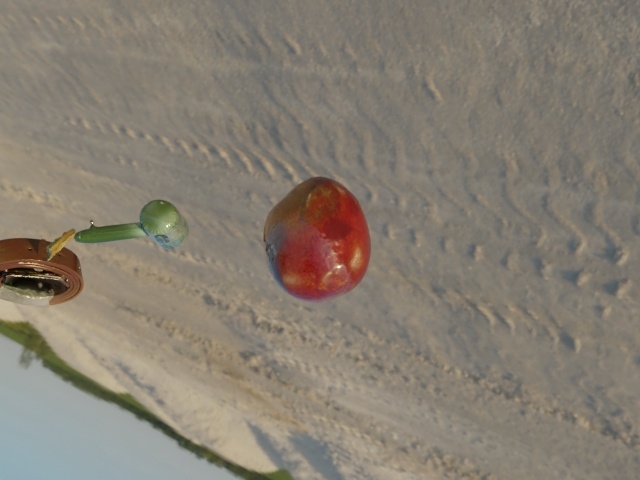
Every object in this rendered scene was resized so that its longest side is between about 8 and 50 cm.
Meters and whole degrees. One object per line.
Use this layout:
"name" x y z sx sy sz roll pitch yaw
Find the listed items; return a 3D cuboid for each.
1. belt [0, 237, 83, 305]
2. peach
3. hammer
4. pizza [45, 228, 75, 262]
"belt" -0.765 0.086 2.078 0.262 0.184 0.105 7 -139 -33
"peach" 0.000 0.000 1.492 0.200 0.243 0.243 8 176 -31
"hammer" -0.577 -0.035 2.365 0.336 0.118 0.206 -6 161 1
"pizza" -0.656 0.018 1.931 0.026 0.108 0.123 42 -156 -8
